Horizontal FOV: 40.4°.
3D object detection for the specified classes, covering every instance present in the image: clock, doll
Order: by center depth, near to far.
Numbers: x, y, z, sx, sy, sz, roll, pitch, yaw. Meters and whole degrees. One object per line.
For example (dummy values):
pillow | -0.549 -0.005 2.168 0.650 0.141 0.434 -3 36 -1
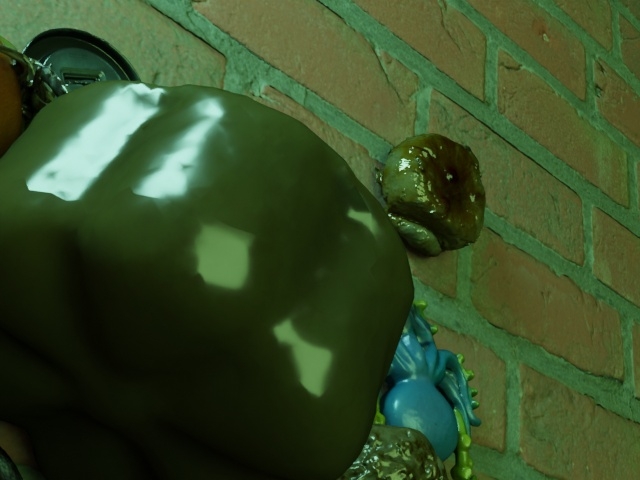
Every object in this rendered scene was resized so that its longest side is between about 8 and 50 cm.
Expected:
clock | -0.310 -0.183 1.121 0.184 0.040 0.184 20 59 -37
doll | 0.123 0.216 1.344 0.346 0.099 0.341 24 46 -43

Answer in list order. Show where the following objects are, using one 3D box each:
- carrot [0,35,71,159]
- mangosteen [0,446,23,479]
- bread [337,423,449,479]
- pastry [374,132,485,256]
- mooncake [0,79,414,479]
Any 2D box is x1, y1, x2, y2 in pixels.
carrot | -0.414 -0.150 0.890 0.193 0.214 0.331 44 37 19
mangosteen | -0.392 0.245 0.739 0.287 0.287 0.233 5 98 -43
bread | 0.077 0.359 1.149 0.230 0.123 0.230 -10 112 -26
pastry | 0.203 -0.086 1.528 0.218 0.100 0.229 52 47 -15
mooncake | -0.149 0.081 0.869 0.467 0.467 0.262 49 44 -18
